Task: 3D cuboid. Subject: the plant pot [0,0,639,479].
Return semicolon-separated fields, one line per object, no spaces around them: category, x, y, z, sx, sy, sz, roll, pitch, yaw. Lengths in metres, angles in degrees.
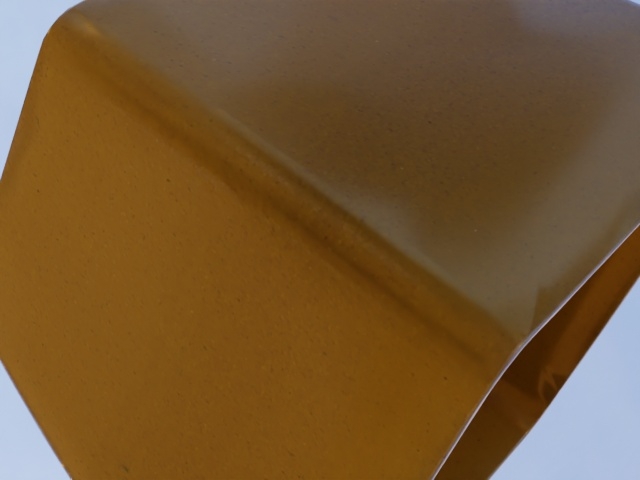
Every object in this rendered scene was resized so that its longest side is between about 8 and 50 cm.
plant pot;0.000;0.000;0.620;0.187;0.212;0.212;38;-47;12
